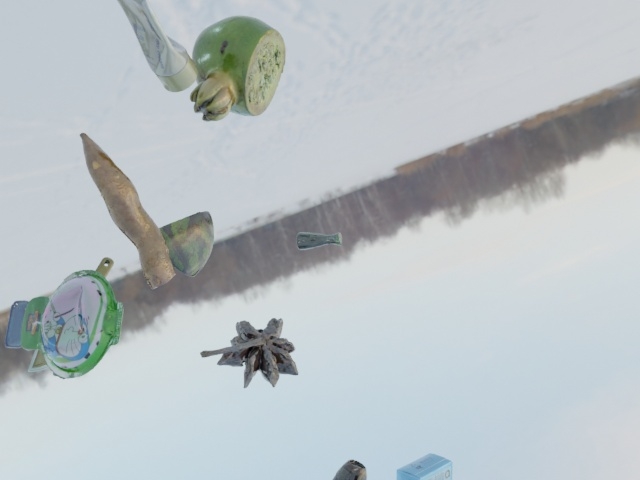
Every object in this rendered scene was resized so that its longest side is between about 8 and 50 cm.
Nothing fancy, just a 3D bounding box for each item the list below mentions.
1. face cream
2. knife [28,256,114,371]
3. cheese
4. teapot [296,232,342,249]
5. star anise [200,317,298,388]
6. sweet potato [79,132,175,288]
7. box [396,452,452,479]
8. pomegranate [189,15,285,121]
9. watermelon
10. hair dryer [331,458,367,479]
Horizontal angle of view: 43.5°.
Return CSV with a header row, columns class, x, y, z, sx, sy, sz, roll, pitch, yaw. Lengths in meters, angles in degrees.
class,x,y,z,sx,sy,sz,roll,pitch,yaw
face cream,-0.285,-0.348,1.351,0.070,0.114,0.224,-50,147,-12
knife,-0.558,0.160,1.801,0.027,0.061,0.343,-55,-169,47
cheese,-0.484,0.156,1.501,0.320,0.204,0.083,-4,164,32
teapot,0.000,0.000,1.910,0.110,0.043,0.043,-2,-171,20
star anise,-0.157,0.262,1.910,0.231,0.209,0.089,-18,138,-41
sweet potato,-0.323,-0.055,1.340,0.059,0.281,0.067,-22,-166,14
box,0.268,0.686,2.073,0.142,0.232,0.083,-10,-168,-44
pomegranate,-0.183,-0.328,1.590,0.159,0.241,0.190,17,170,15
watermelon,-0.267,-0.006,1.479,0.094,0.125,0.135,17,-179,44
hair dryer,-0.033,0.775,2.360,0.359,0.304,0.120,23,-176,-37
